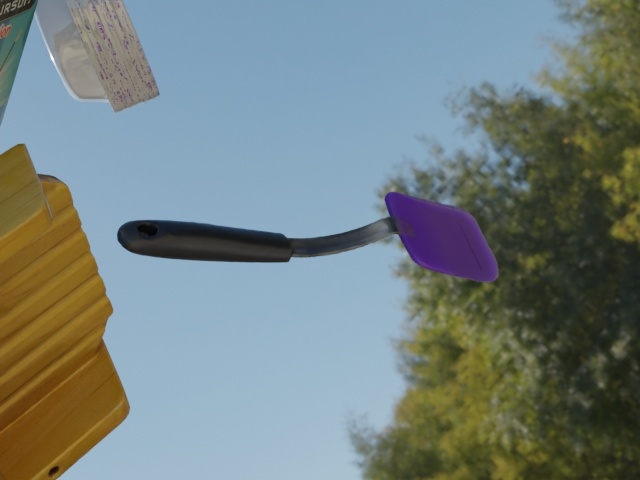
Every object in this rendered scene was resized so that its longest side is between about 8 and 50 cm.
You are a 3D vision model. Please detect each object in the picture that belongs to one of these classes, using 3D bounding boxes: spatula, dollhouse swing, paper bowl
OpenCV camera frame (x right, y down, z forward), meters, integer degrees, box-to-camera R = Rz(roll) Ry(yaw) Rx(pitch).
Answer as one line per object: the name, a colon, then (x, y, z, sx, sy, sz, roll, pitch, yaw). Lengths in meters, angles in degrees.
spatula: (0.000, 0.000, 0.802, 0.296, 0.084, 0.030, -2, -44, -23)
dollhouse swing: (-0.281, 0.153, 1.155, 0.315, 0.305, 0.347, -40, -40, -28)
paper bowl: (-0.396, -0.354, 1.923, 0.148, 0.284, 0.284, -22, -24, -5)

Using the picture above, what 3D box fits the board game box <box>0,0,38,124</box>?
board game box: (-0.445, -0.180, 1.295, 0.336, 0.079, 0.254, -64, -3, 26)
